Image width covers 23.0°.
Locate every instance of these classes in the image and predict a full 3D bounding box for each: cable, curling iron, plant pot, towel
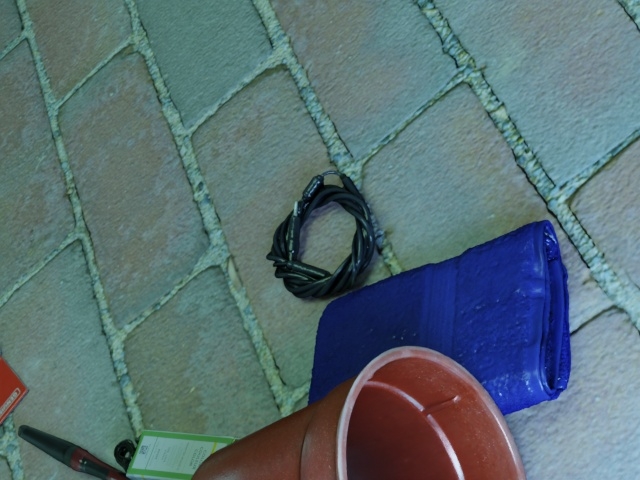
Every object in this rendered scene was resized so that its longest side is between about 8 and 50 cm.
[{"bbox_3d":[0.000,0.000,1.933,0.150,0.047,0.184,-42,40,11],"label":"cable"},{"bbox_3d":[-0.299,0.270,2.014,0.274,0.035,0.068,5,59,44],"label":"curling iron"},{"bbox_3d":[0.020,0.269,1.553,0.265,0.272,0.272,-23,46,40],"label":"plant pot"},{"bbox_3d":[0.129,0.120,1.704,0.308,0.076,0.228,-21,42,31],"label":"towel"}]

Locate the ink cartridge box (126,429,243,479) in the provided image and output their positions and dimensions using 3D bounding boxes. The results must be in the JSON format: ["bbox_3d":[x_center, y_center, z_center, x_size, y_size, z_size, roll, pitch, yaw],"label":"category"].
[{"bbox_3d":[-0.107,0.266,1.776,0.209,0.109,0.062,-3,59,42],"label":"ink cartridge box"}]

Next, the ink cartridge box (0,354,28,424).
[{"bbox_3d":[-0.564,0.252,2.262,0.275,0.060,0.239,-51,38,-1],"label":"ink cartridge box"}]
